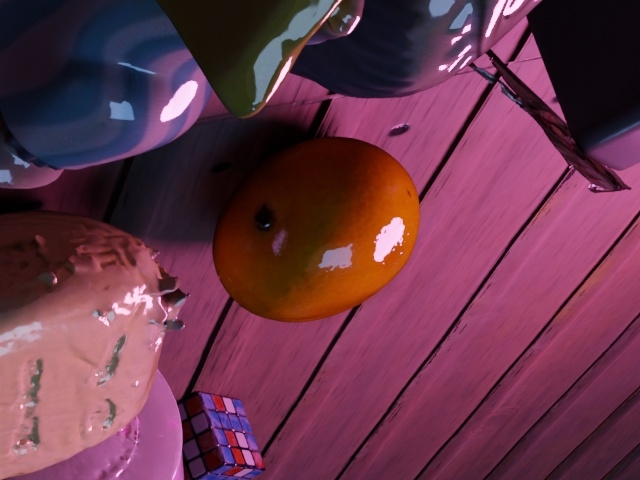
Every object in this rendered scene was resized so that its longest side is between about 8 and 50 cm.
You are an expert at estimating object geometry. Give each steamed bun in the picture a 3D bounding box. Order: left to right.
[{"bbox_3d":[-0.255,0.070,1.434,0.273,0.166,0.232,-19,144,-19],"label":"steamed bun"}]

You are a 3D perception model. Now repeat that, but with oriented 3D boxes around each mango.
[{"bbox_3d":[-0.006,0.000,1.536,0.175,0.139,0.254,-11,163,-9],"label":"mango"}]

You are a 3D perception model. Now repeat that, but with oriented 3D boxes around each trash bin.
[{"bbox_3d":[0.283,-0.175,1.349,0.236,0.177,0.101,-30,156,26],"label":"trash bin"}]

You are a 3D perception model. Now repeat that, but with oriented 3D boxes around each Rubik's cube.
[{"bbox_3d":[-0.133,0.233,2.021,0.092,0.092,0.092,-31,156,21],"label":"Rubik's cube"}]

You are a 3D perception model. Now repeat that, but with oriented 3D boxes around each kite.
[{"bbox_3d":[0.164,-0.100,1.387,0.250,0.229,0.012,32,107,-30],"label":"kite"}]

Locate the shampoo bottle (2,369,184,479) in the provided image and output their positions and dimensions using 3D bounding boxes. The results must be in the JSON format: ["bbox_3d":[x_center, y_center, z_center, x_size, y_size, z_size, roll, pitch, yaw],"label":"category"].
[{"bbox_3d":[-0.259,0.224,1.635,0.273,0.273,0.266,-12,150,-23],"label":"shampoo bottle"}]

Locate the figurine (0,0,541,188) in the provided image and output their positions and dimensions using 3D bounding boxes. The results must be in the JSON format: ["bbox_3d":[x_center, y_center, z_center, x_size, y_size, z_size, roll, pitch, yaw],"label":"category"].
[{"bbox_3d":[0.026,-0.166,1.018,0.377,0.266,0.361,3,153,-47],"label":"figurine"}]
